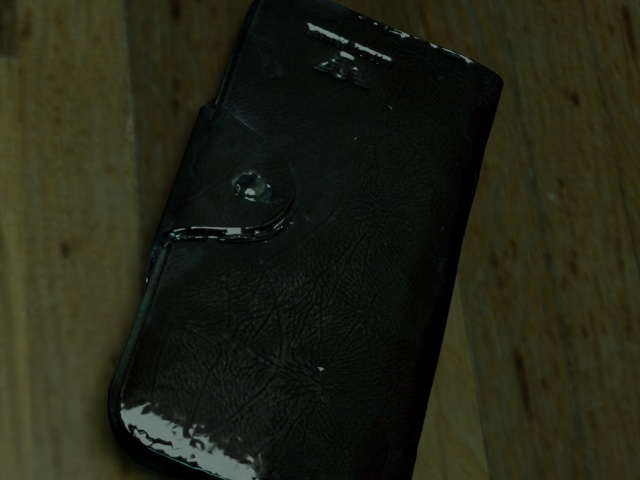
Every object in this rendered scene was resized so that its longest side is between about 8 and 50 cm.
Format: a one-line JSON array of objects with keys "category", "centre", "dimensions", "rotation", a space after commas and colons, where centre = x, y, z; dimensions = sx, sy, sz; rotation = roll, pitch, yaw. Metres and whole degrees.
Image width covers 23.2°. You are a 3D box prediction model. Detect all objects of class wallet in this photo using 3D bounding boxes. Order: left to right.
[{"category": "wallet", "centre": [0.000, 0.000, 0.848], "dimensions": [0.172, 0.045, 0.318], "rotation": [25, 56, -12]}]
